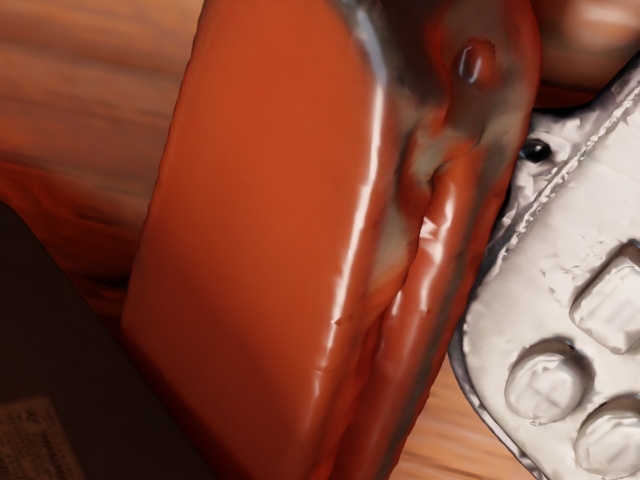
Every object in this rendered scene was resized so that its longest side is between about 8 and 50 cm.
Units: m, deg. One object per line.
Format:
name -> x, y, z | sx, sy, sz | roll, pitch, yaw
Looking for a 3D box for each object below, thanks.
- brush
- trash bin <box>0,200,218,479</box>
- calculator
brush -> 0.001, 0.000, 0.408 | 0.070, 0.051, 0.323 | 47, 142, 24
trash bin -> -0.102, 0.123, 0.489 | 0.177, 0.101, 0.236 | 51, 142, 27
calculator -> 0.148, 0.053, 0.388 | 0.268, 0.040, 0.177 | 36, 133, -2
